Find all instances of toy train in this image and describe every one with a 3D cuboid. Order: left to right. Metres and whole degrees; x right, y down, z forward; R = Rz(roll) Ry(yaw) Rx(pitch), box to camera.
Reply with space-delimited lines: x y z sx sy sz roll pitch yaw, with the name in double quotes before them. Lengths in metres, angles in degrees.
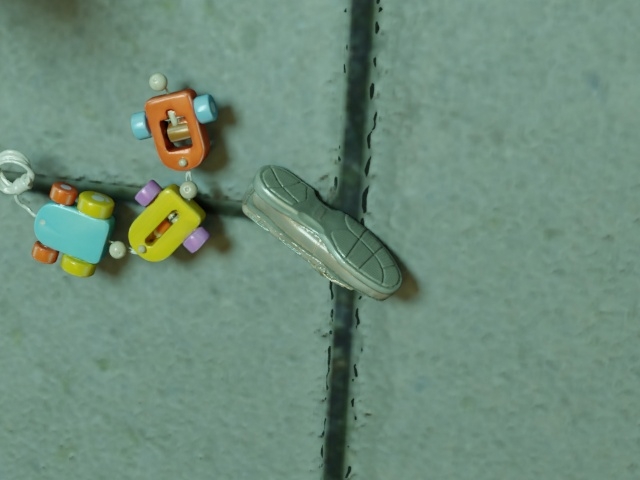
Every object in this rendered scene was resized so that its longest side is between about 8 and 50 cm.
"toy train" -0.136 -0.043 0.974 0.166 0.046 0.125 -17 103 15

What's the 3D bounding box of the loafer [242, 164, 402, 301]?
"loafer" 0.000 0.000 0.959 0.125 0.045 0.039 41 130 5
